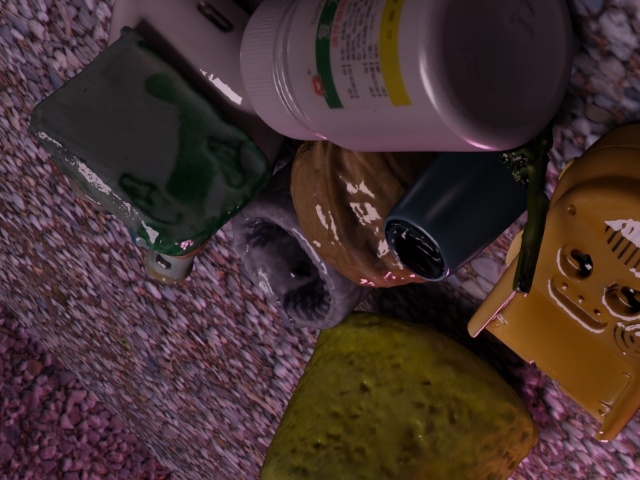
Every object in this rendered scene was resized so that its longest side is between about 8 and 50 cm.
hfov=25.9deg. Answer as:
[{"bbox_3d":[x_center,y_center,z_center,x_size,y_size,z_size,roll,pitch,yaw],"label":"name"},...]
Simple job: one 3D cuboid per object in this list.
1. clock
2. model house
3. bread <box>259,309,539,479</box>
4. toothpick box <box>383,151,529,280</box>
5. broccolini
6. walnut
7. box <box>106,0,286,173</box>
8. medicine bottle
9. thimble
[{"bbox_3d":[0.327,0.031,1.466,0.244,0.200,0.317,38,144,10],"label":"clock"},{"bbox_3d":[-0.240,-0.068,1.825,0.267,0.194,0.325,43,156,3],"label":"model house"},{"bbox_3d":[0.108,0.295,1.966,0.348,0.307,0.348,24,160,9],"label":"bread"},{"bbox_3d":[0.160,-0.041,1.590,0.120,0.184,0.120,34,152,22],"label":"toothpick box"},{"bbox_3d":[0.210,-0.045,1.444,0.062,0.271,0.123,5,143,9],"label":"broccolini"},{"bbox_3d":[0.067,-0.048,1.714,0.198,0.198,0.245,5,132,53],"label":"walnut"},{"bbox_3d":[-0.168,-0.205,1.888,0.289,0.141,0.349,40,153,7],"label":"box"},{"bbox_3d":[0.077,-0.197,1.468,0.340,0.208,0.208,5,132,53],"label":"medicine bottle"},{"bbox_3d":[0.000,0.000,1.914,0.217,0.157,0.245,38,151,22],"label":"thimble"}]
